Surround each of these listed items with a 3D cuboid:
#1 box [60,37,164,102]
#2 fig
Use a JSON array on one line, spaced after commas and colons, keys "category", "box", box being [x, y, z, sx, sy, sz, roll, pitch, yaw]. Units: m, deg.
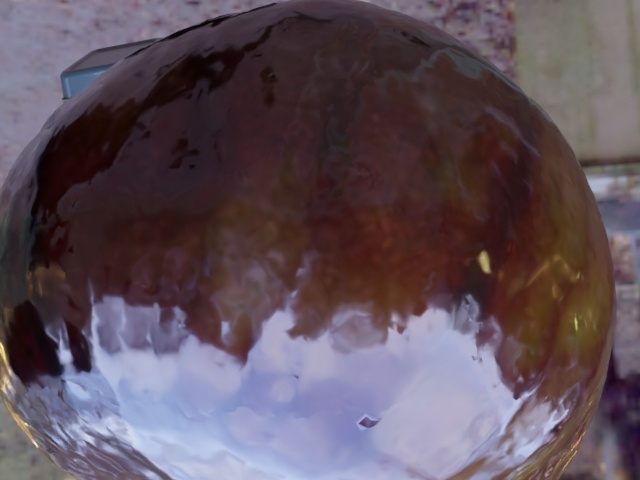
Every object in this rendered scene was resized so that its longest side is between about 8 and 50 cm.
[{"category": "box", "box": [-0.192, -0.162, 1.251, 0.091, 0.031, 0.126, -8, -162, 11]}, {"category": "fig", "box": [-0.007, 0.013, 0.481, 0.235, 0.214, 0.235, 12, 177, 1]}]
